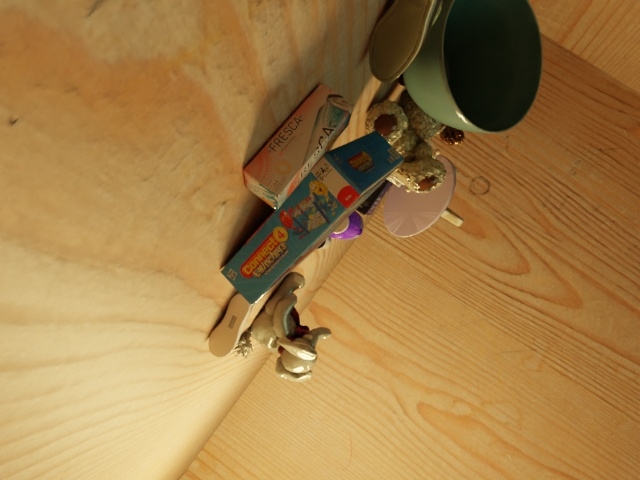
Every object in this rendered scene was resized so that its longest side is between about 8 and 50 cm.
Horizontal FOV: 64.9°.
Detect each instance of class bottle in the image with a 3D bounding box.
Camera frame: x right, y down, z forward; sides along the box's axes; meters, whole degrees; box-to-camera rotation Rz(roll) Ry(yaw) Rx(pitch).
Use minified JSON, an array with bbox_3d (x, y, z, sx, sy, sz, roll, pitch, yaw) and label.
[{"bbox_3d":[0.062,-0.051,1.490,0.283,0.118,0.092,5,88,-81],"label":"bottle"}]

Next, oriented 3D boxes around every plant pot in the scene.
[{"bbox_3d":[0.285,-0.362,1.040,0.290,0.290,0.195,-52,-151,-16],"label":"plant pot"}]

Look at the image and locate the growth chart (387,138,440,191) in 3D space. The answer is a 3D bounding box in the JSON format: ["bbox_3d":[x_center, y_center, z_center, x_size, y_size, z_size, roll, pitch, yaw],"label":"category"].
[{"bbox_3d":[0.217,-0.239,1.401,0.172,0.237,0.021,-60,-148,12],"label":"growth chart"}]

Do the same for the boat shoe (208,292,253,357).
[{"bbox_3d":[-0.201,0.189,1.160,0.184,0.066,0.063,-67,168,21],"label":"boat shoe"}]

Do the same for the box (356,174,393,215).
[{"bbox_3d":[0.159,-0.187,1.520,0.207,0.108,0.153,-55,172,10],"label":"box"}]

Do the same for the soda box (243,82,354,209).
[{"bbox_3d":[-0.030,-0.134,0.719,0.183,0.063,0.058,-52,174,-17],"label":"soda box"}]

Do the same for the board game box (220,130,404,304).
[{"bbox_3d":[-0.004,-0.054,0.951,0.302,0.086,0.308,-45,178,27],"label":"board game box"}]

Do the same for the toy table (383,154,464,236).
[{"bbox_3d":[0.328,-0.133,1.567,0.274,0.252,0.160,-44,162,24],"label":"toy table"}]

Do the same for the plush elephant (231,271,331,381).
[{"bbox_3d":[-0.089,0.310,1.632,0.330,0.255,0.272,-50,172,-32],"label":"plush elephant"}]

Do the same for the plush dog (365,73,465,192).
[{"bbox_3d":[0.223,-0.279,1.229,0.225,0.262,0.210,-44,-154,-1],"label":"plush dog"}]

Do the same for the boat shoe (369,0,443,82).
[{"bbox_3d":[0.143,-0.349,0.769,0.068,0.081,0.228,-43,165,-40],"label":"boat shoe"}]

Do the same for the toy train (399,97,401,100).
[{"bbox_3d":[0.304,-0.413,1.322,0.105,0.143,0.248,-59,172,-35],"label":"toy train"}]

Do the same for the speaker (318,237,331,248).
[{"bbox_3d":[0.000,0.000,1.573,0.055,0.055,0.136,-55,173,4],"label":"speaker"}]
